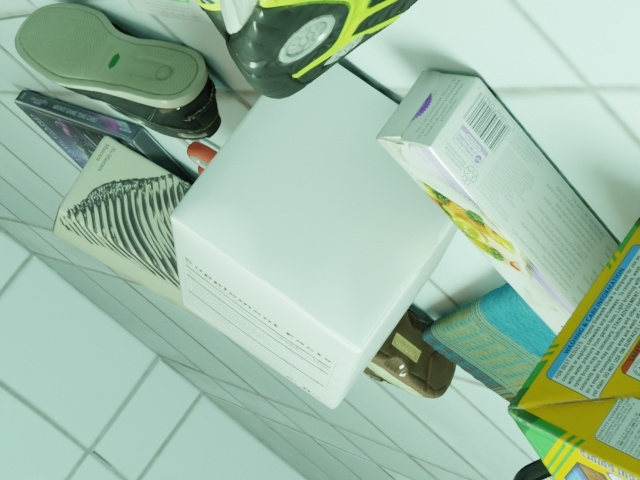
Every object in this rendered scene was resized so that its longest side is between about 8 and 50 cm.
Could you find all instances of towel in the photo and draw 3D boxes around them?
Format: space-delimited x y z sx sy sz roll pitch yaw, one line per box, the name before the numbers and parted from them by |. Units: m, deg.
towel | 0.245 0.135 1.369 0.271 0.040 0.370 37 167 -2

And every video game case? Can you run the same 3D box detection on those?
video game case | -0.236 -0.092 1.793 0.274 0.026 0.196 21 160 48

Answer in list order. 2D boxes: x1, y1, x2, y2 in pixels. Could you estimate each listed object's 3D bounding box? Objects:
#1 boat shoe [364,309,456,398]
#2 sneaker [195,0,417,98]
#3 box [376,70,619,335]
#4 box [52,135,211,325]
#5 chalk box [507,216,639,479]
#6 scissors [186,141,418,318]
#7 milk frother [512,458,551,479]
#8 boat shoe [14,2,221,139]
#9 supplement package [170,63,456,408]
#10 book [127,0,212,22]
boat shoe | 0.039 0.085 1.541 0.095 0.095 0.257 9 150 43
sneaker | -0.033 -0.194 0.773 0.147 0.145 0.384 52 178 17
box | 0.165 0.006 1.075 0.324 0.067 0.063 44 165 -32
box | -0.154 0.006 1.664 0.275 0.113 0.094 29 157 -4
chalk box | 0.282 0.142 1.005 0.179 0.180 0.289 25 161 37
scissors | -0.017 -0.007 1.551 0.297 0.021 0.109 35 167 4
milk frother | 0.259 0.275 1.439 0.143 0.135 0.129 56 -173 -51
boat shoe | -0.189 -0.152 1.363 0.233 0.084 0.079 24 161 31
supplement package | 0.000 0.000 1.213 0.175 0.177 0.293 35 166 6
book | -0.136 -0.225 1.117 0.096 0.035 0.144 19 157 40
